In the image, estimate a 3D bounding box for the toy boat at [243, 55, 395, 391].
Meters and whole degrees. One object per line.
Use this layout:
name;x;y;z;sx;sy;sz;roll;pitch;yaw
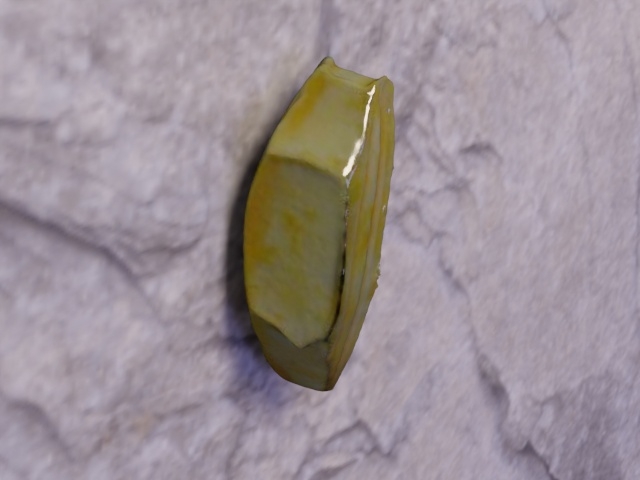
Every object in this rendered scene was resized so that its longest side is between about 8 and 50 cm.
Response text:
toy boat;0.000;0.000;0.747;0.066;0.065;0.172;-44;148;-57
